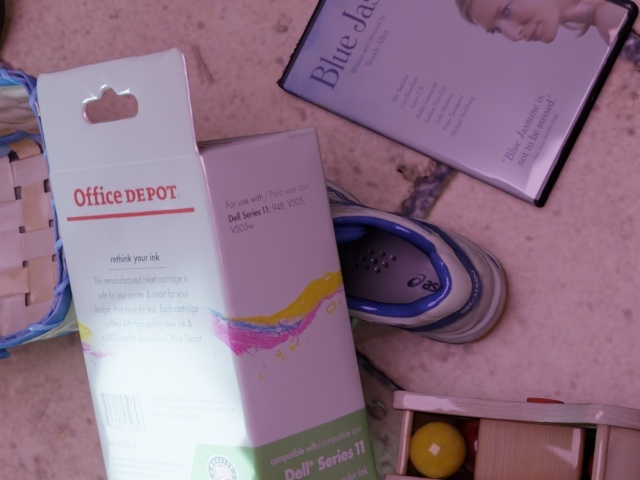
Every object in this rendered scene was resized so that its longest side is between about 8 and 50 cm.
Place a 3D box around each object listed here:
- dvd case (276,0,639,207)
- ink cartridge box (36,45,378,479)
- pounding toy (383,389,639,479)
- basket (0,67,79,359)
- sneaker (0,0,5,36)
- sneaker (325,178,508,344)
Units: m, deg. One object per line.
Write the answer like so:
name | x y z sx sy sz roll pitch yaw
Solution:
dvd case | 0.109 -0.158 1.453 0.253 0.022 0.180 26 90 22
ink cartridge box | -0.088 0.031 1.340 0.207 0.119 0.353 -2 100 49
pounding toy | 0.177 0.195 1.292 0.269 0.154 0.155 4 81 21
basket | -0.293 -0.016 1.425 0.201 0.289 0.255 -13 75 17
sneaker | -0.510 -0.146 1.594 0.447 0.169 0.257 -42 59 -2
sneaker | 0.000 0.000 1.405 0.296 0.131 0.112 12 86 22
